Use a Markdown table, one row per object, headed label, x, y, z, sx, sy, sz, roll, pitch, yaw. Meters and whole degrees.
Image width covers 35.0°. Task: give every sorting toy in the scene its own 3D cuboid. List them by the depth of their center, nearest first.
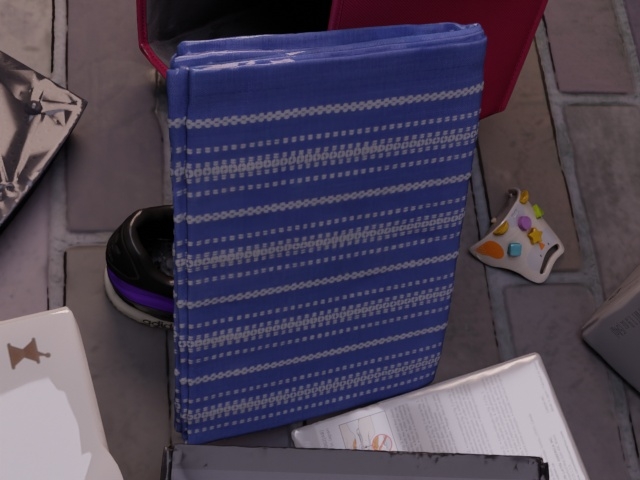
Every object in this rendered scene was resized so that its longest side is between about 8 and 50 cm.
| label | x | y | z | sx | sy | sz | roll | pitch | yaw |
| --- | --- | --- | --- | --- | --- | --- | --- | --- | --- |
| sorting toy | 0.196 | -0.001 | 0.964 | 0.075 | 0.045 | 0.083 | 43 | 64 | -12 |

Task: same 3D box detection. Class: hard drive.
| label | x | y | z | sx | sy | sz | roll | pitch | yaw |
| --- | --- | --- | --- | --- | --- | --- | --- | --- | --- |
| hard drive | -0.337 | -0.058 | 0.875 | 0.172 | 0.054 | 0.254 | 30 | 64 | 3 |

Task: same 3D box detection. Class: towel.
| label | x | y | z | sx | sy | sz | roll | pitch | yaw |
| --- | --- | --- | --- | --- | --- | --- | --- | --- | --- |
| towel | 0.000 | 0.000 | 0.774 | 0.243 | 0.336 | 0.040 | -10 | 35 | -22 |

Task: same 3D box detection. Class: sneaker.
| label | x | y | z | sx | sy | sz | roll | pitch | yaw |
| --- | --- | --- | --- | --- | --- | --- | --- | --- | --- |
| sneaker | -0.034 | 0.024 | 0.843 | 0.293 | 0.146 | 0.102 | 4 | 64 | -8 |

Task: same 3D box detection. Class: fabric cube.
| label | x | y | z | sx | sy | sz | roll | pitch | yaw |
| --- | --- | --- | --- | --- | --- | --- | --- | --- | --- |
| fabric cube | 0.019 | -0.233 | 0.867 | 0.258 | 0.254 | 0.259 | -27 | 58 | -29 |

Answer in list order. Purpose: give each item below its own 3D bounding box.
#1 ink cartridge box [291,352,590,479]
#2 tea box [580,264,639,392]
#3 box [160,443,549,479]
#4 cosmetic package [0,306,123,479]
| label | x | y | z | sx | sy | sz | roll | pitch | yaw |
| --- | --- | --- | --- | --- | --- | --- | --- | --- | --- |
| ink cartridge box | 0.109 | 0.212 | 0.851 | 0.225 | 0.056 | 0.181 | -18 | 70 | 2 |
| tea box | 0.449 | 0.067 | 0.814 | 0.323 | 0.329 | 0.220 | 44 | 65 | 11 |
| box | 0.022 | 0.304 | 0.743 | 0.296 | 0.073 | 0.293 | 3 | 70 | -3 |
| cosmetic package | -0.195 | 0.201 | 0.611 | 0.155 | 0.365 | 0.197 | -12 | 68 | -16 |
